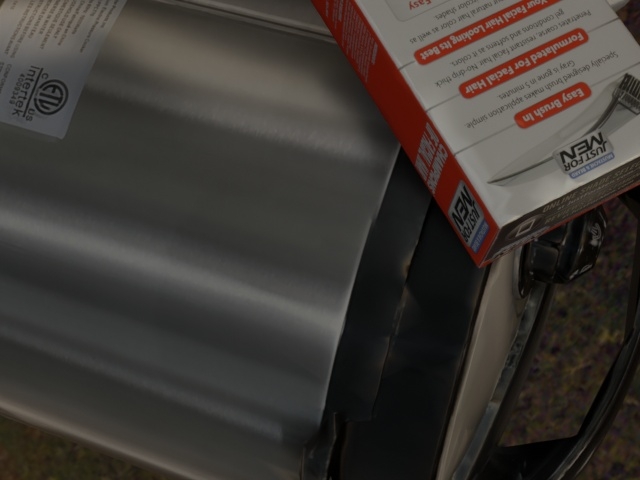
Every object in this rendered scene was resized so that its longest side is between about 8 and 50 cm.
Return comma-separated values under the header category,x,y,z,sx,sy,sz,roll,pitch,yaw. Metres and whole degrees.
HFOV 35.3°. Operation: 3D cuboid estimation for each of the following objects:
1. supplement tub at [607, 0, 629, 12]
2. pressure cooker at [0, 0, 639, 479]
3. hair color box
category,x,y,z,sx,sy,sz,roll,pitch,yaw
supplement tub,0.176,-0.209,0.840,0.117,0.117,0.190,54,164,0
pressure cooker,-0.001,-0.001,0.650,0.421,0.375,0.369,16,113,15
hair color box,0.065,-0.085,0.422,0.167,0.093,0.053,60,169,17
